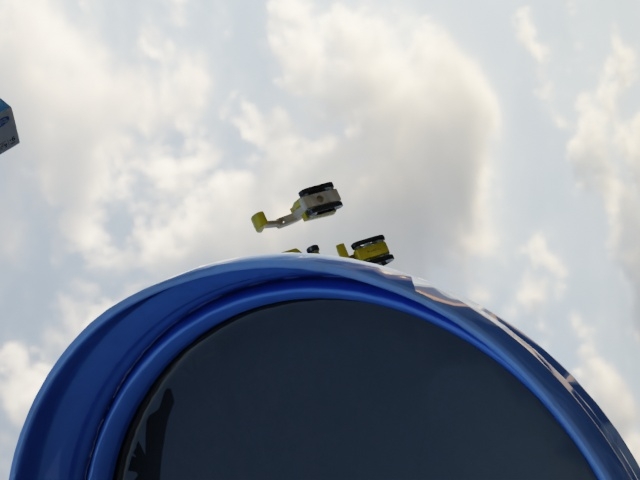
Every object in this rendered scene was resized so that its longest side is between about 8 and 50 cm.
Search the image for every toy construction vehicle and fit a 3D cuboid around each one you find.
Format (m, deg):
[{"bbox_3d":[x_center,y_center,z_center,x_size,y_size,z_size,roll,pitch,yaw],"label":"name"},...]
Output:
[{"bbox_3d":[0.000,0.000,1.099,0.098,0.035,0.086,-18,-109,-25],"label":"toy construction vehicle"}]

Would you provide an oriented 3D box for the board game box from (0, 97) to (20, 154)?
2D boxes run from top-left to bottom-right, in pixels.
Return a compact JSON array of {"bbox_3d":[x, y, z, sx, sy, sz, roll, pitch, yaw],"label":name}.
[{"bbox_3d":[-0.240,-0.045,0.634,0.154,0.103,0.026,-35,-32,-26],"label":"board game box"}]

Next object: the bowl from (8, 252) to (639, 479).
[{"bbox_3d":[0.003,0.196,0.701,0.077,0.391,0.391,-16,-87,-62],"label":"bowl"}]
